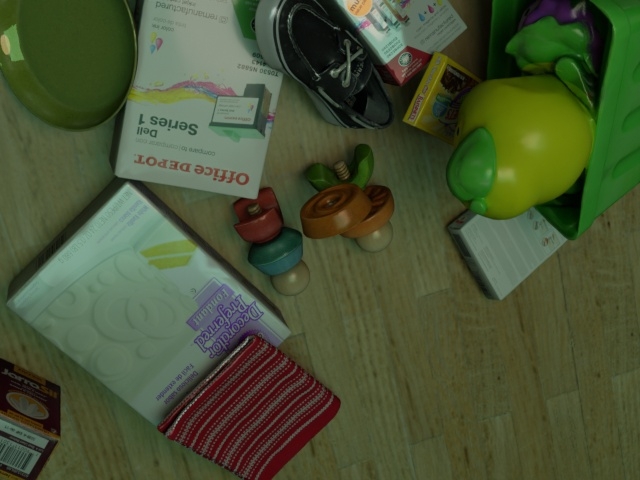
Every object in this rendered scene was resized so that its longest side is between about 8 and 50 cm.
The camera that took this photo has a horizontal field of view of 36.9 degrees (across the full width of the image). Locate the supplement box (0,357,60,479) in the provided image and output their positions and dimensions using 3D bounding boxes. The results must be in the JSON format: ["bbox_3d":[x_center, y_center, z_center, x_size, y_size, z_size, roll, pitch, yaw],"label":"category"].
[{"bbox_3d":[-0.422,0.247,1.319,0.104,0.188,0.080,30,95,-20],"label":"supplement box"}]

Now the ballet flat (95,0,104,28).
[{"bbox_3d":[-0.273,-0.351,1.239,0.068,0.072,0.213,-12,109,-17],"label":"ballet flat"}]

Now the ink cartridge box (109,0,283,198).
[{"bbox_3d":[-0.162,-0.210,1.300,0.201,0.117,0.278,9,102,-17],"label":"ink cartridge box"}]

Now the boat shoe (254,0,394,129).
[{"bbox_3d":[0.018,-0.231,1.267,0.108,0.102,0.301,-63,149,-13],"label":"boat shoe"}]

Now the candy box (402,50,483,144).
[{"bbox_3d":[0.188,-0.195,1.376,0.206,0.027,0.105,9,110,-61],"label":"candy box"}]

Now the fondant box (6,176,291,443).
[{"bbox_3d":[-0.241,0.098,1.376,0.238,0.096,0.330,-45,112,1],"label":"fondant box"}]

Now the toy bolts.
[{"bbox_3d":[0.000,0.000,1.370,0.229,0.218,0.158,-21,116,11],"label":"toy bolts"}]

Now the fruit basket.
[{"bbox_3d":[0.284,-0.173,1.273,0.392,0.283,0.392,-18,135,-19],"label":"fruit basket"}]

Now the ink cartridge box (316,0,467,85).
[{"bbox_3d":[0.087,-0.325,1.329,0.128,0.127,0.176,-42,110,-1],"label":"ink cartridge box"}]

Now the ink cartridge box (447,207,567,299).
[{"bbox_3d":[0.303,-0.015,1.526,0.179,0.045,0.145,-40,111,-21],"label":"ink cartridge box"}]

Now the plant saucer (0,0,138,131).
[{"bbox_3d":[-0.321,-0.261,1.227,0.241,0.037,0.240,11,113,26],"label":"plant saucer"}]

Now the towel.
[{"bbox_3d":[-0.095,0.263,1.429,0.199,0.031,0.275,-45,139,-1],"label":"towel"}]
